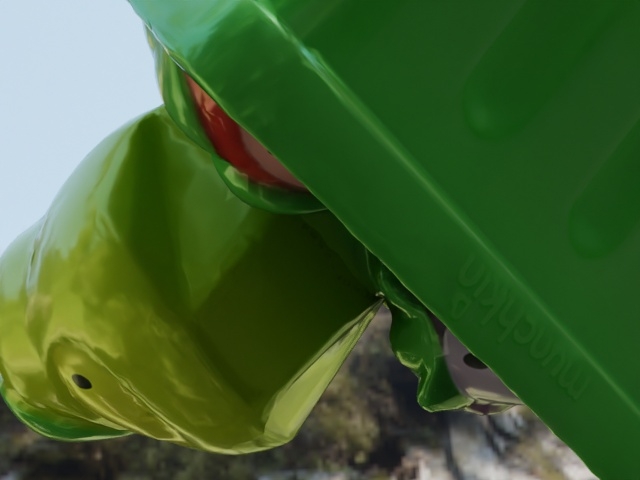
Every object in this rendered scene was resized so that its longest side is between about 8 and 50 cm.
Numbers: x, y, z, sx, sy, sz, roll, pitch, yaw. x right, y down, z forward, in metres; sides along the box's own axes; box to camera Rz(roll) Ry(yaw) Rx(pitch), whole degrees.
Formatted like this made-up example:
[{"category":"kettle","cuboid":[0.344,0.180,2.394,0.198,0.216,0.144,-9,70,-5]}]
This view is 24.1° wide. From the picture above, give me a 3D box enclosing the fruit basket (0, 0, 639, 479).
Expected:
[{"category":"fruit basket","cuboid":[0.000,0.000,0.696,0.392,0.283,0.392,-11,-58,-19]}]
